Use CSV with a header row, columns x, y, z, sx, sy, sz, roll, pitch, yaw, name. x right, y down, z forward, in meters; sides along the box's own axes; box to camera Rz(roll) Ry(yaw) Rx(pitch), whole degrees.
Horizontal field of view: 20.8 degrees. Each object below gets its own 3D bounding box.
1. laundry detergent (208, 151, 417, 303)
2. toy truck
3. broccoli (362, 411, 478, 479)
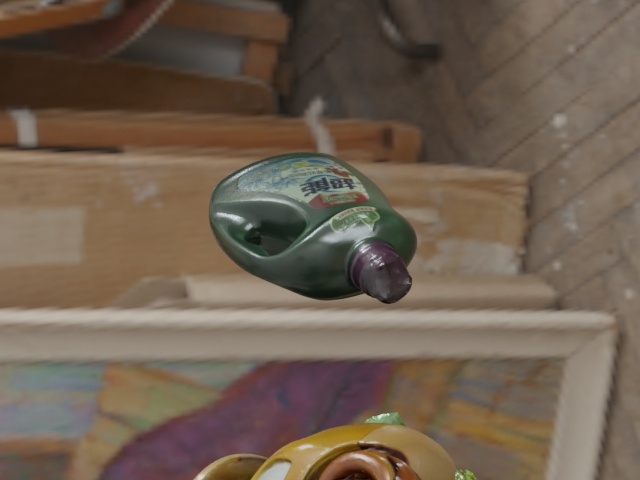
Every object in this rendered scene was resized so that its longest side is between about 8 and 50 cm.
x,y,z,sx,sy,sz,roll,pitch,yaw,name
0.000,0.000,1.401,0.221,0.144,0.078,-133,34,-58,laundry detergent
0.004,0.286,1.444,0.212,0.204,0.288,10,80,35,toy truck
0.098,0.291,2.012,0.194,0.220,0.194,21,121,39,broccoli
